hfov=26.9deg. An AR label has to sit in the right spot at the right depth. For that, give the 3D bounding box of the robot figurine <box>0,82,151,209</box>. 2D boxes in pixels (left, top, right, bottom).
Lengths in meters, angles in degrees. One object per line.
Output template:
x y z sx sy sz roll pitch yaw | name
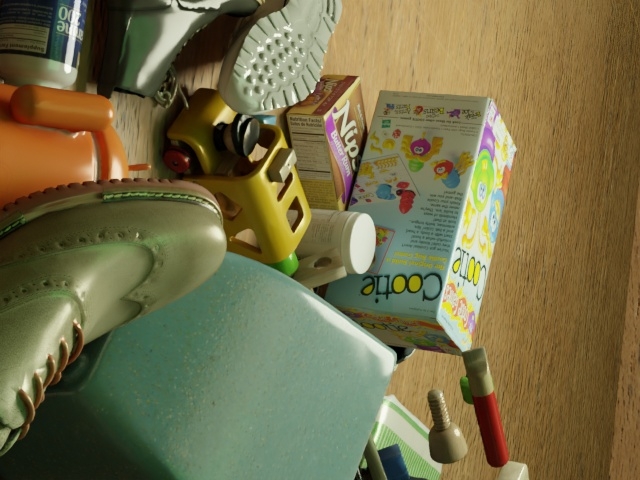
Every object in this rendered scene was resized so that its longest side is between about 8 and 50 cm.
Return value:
-0.232 -0.049 0.969 0.219 0.128 0.158 8 105 -50 | robot figurine

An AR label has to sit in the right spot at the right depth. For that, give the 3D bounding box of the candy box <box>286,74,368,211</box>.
0.017 -0.089 1.573 0.109 0.053 0.186 -51 140 -50 | candy box

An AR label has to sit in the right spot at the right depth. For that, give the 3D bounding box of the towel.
0.082 0.392 1.819 0.248 0.038 0.325 48 54 -55 | towel

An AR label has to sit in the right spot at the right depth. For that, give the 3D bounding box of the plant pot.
-0.132 0.133 1.113 0.252 0.247 0.248 46 52 -34 | plant pot

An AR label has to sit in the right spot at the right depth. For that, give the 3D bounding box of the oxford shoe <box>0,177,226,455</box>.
-0.211 0.077 0.879 0.397 0.146 0.140 -25 145 -30 | oxford shoe

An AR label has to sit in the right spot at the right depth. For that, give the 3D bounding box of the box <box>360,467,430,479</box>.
-0.014 0.548 1.369 0.472 0.297 0.480 -33 124 -60 | box

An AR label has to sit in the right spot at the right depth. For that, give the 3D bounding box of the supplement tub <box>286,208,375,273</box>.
0.000 0.000 1.492 0.071 0.107 0.071 -22 114 -61 | supplement tub

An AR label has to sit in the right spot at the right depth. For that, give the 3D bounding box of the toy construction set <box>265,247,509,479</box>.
0.030 0.127 1.391 0.257 0.309 0.237 -58 140 -55 | toy construction set

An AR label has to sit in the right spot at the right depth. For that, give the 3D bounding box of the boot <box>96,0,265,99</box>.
-0.134 -0.190 1.239 0.198 0.077 0.137 2 98 -51 | boot

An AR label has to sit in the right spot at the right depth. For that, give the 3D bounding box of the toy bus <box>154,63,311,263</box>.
-0.076 -0.072 1.327 0.202 0.104 0.191 0 94 -64 | toy bus

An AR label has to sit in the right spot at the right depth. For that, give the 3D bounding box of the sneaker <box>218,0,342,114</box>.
-0.054 -0.189 1.335 0.090 0.095 0.235 57 35 -22 | sneaker

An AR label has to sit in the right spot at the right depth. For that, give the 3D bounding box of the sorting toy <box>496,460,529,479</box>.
0.207 0.408 1.363 0.257 0.089 0.255 -54 140 -50 | sorting toy

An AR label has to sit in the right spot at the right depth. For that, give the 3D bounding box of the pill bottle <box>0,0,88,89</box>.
-0.222 -0.158 1.056 0.067 0.067 0.120 17 80 -63 | pill bottle

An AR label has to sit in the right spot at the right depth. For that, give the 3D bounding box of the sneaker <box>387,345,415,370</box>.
0.093 0.061 1.706 0.153 0.094 0.235 -56 153 -58 | sneaker

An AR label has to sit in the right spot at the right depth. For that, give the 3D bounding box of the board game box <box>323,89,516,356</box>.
0.123 -0.021 1.582 0.142 0.144 0.275 48 53 -59 | board game box
